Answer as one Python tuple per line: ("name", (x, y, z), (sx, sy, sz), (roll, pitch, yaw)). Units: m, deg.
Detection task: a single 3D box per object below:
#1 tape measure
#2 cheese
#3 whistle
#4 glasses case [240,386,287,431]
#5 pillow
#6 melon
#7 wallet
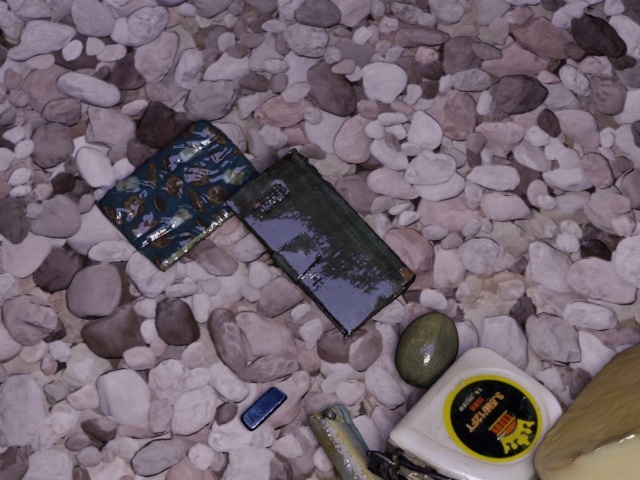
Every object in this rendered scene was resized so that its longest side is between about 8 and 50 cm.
("tape measure", (0.240, 0.324, 1.819), (0.231, 0.133, 0.271), (38, 58, 21))
("cheese", (0.504, 0.242, 1.761), (0.384, 0.384, 0.104), (-31, 98, -14))
("whistle", (0.086, 0.398, 1.833), (0.068, 0.057, 0.326), (-23, 68, -24))
("glasses case", (-0.092, 0.270, 1.903), (0.033, 0.023, 0.083), (41, 70, 20))
("pillow", (-0.237, -0.082, 2.050), (0.255, 0.034, 0.189), (-40, 71, -15))
("melon", (0.173, 0.176, 1.911), (0.098, 0.098, 0.130), (25, 63, 9))
("wallet", (0.000, 0.000, 2.000), (0.169, 0.044, 0.317), (-39, 78, -19))
